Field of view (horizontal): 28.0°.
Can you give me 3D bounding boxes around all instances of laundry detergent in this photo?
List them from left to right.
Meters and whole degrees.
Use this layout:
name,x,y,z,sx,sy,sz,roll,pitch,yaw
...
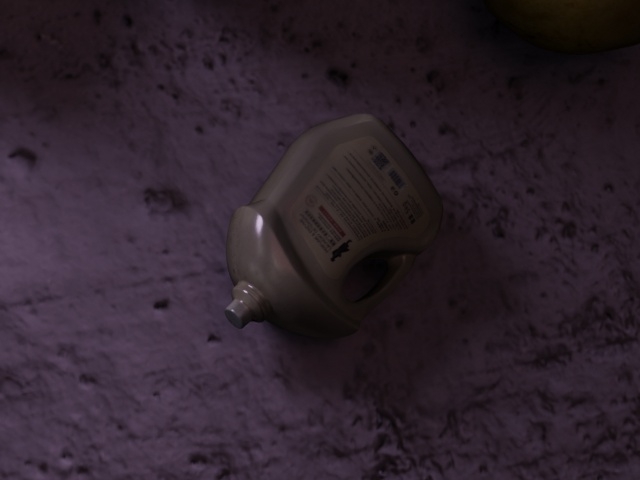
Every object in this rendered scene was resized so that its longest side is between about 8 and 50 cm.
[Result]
name,x,y,z,sx,sy,sz,roll,pitch,yaw
laundry detergent,0.000,0.000,1.274,0.253,0.091,0.181,-45,103,-29

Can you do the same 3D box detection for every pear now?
name,x,y,z,sx,sy,sz,roll,pitch,yaw
pear,0.317,-0.359,1.418,0.304,0.304,0.304,7,73,-24
